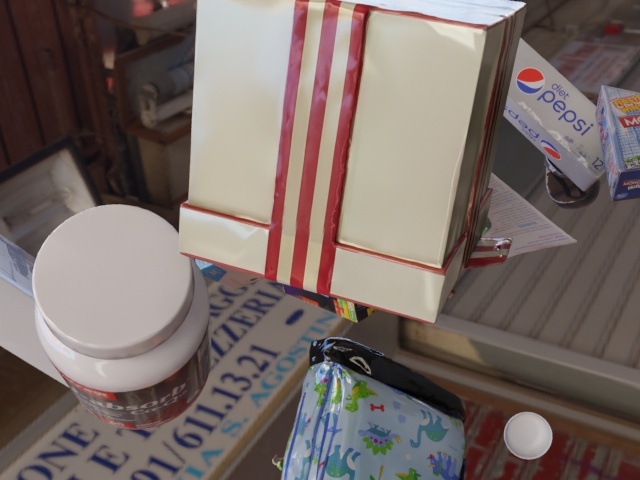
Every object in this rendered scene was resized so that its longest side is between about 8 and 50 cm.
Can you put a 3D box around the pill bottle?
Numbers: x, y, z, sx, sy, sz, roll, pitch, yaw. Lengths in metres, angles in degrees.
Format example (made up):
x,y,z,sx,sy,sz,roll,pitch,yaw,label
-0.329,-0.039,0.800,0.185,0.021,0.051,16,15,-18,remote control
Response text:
x,y,z,sx,sy,sz,roll,pitch,yaw,label
-0.248,0.109,1.006,0.210,0.210,0.363,-62,-5,-25,pill bottle

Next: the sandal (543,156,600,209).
x,y,z,sx,sy,sz,roll,pitch,yaw,label
0.470,-0.159,1.504,0.054,0.097,0.255,41,-145,-36,sandal

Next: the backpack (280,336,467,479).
x,y,z,sx,sy,sz,roll,pitch,yaw,label
0.071,0.357,1.160,0.356,0.290,0.273,-64,14,-18,backpack

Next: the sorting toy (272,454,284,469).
x,y,z,sx,sy,sz,roll,pitch,yaw,label
-0.049,0.367,1.266,0.083,0.062,0.012,68,-134,-82,sorting toy

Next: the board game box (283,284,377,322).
x,y,z,sx,sy,sz,roll,pitch,yaw,label
0.000,0.000,0.943,0.048,0.141,0.170,-28,-61,-35,board game box

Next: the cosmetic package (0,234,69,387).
x,y,z,sx,sy,sz,roll,pitch,yaw,label
-0.484,0.105,1.287,0.097,0.284,0.377,-49,-60,-2,cosmetic package

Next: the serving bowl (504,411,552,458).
x,y,z,sx,sy,sz,roll,pitch,yaw,label
0.369,0.346,1.387,0.027,0.083,0.083,10,-86,-84,serving bowl

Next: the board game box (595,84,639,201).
x,y,z,sx,sy,sz,roll,pitch,yaw,label
0.483,-0.152,1.120,0.060,0.194,0.194,85,177,-47,board game box

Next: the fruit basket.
x,y,z,sx,sy,sz,roll,pitch,yaw,label
0.143,-0.081,1.128,0.353,0.327,0.165,30,-110,-16,fruit basket

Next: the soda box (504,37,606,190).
x,y,z,sx,sy,sz,roll,pitch,yaw,label
0.384,-0.220,1.317,0.091,0.286,0.098,-43,-11,-3,soda box

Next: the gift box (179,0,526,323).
x,y,z,sx,sy,sz,roll,pitch,yaw,label
0.049,-0.087,0.684,0.276,0.255,0.258,-35,-43,-58,gift box

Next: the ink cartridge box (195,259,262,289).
x,y,z,sx,sy,sz,roll,pitch,yaw,label
-0.098,0.010,1.230,0.104,0.180,0.060,34,-141,-53,ink cartridge box
